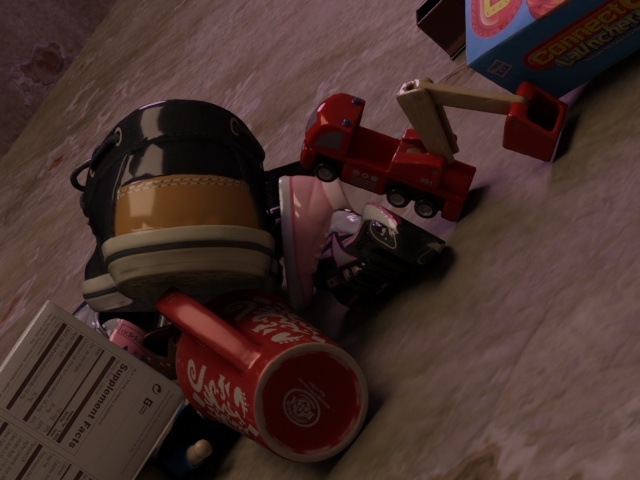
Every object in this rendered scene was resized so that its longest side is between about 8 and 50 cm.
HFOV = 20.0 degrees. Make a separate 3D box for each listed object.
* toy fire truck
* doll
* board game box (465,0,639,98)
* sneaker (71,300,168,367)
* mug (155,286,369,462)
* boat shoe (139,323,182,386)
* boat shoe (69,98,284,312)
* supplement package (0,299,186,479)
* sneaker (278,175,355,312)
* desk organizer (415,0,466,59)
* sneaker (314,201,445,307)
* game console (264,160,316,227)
[{"bbox_3d":[0.085,-0.083,1.438,0.135,0.192,0.047,106,-174,-46],"label":"toy fire truck"},{"bbox_3d":[-0.096,0.154,1.549,0.189,0.046,0.129,-46,16,11],"label":"doll"},{"bbox_3d":[0.244,-0.304,1.405,0.302,0.086,0.308,-32,45,41],"label":"board game box"},{"bbox_3d":[-0.233,0.142,1.812,0.131,0.112,0.319,-41,20,35],"label":"sneaker"},{"bbox_3d":[-0.051,0.105,1.391,0.169,0.150,0.113,-156,76,-68],"label":"mug"},{"bbox_3d":[-0.116,0.098,1.694,0.178,0.060,0.064,-22,32,57],"label":"boat shoe"},{"bbox_3d":[-0.125,-0.019,1.608,0.500,0.187,0.156,128,137,-81],"label":"boat shoe"},{"bbox_3d":[-0.250,0.200,1.580,0.204,0.145,0.262,-58,5,-22],"label":"supplement package"},{"bbox_3d":[0.000,0.000,1.628,0.051,0.070,0.134,87,180,-61],"label":"sneaker"},{"bbox_3d":[0.126,-0.233,1.803,0.047,0.050,0.130,-44,18,20],"label":"desk organizer"},{"bbox_3d":[0.043,0.020,1.474,0.077,0.072,0.178,-65,11,-9],"label":"sneaker"},{"bbox_3d":[-0.030,-0.024,1.822,0.107,0.071,0.122,-17,22,4],"label":"game console"}]
